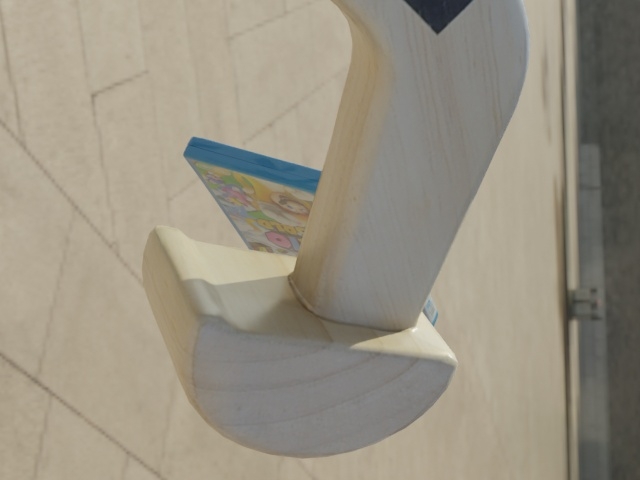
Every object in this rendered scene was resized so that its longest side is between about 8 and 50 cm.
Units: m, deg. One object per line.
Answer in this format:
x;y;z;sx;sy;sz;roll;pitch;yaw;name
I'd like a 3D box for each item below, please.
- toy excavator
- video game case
0.003;-0.161;0.360;0.445;0.433;0.222;38;10;-34;toy excavator
0.000;0.000;0.645;0.015;0.119;0.166;-66;157;-19;video game case
